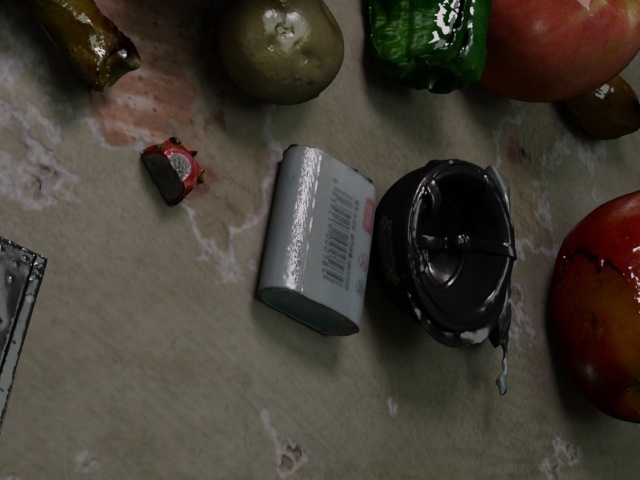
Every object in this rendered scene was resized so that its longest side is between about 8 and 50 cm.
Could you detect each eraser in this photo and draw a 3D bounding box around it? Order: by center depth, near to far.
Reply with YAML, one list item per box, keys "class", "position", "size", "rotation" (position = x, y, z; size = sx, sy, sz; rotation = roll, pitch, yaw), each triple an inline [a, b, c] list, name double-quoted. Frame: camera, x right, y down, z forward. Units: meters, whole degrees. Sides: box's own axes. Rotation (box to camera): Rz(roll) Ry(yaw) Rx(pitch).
- class: "eraser"
  position: [0.000, 0.000, 1.586]
  size: [0.174, 0.081, 0.227]
  rotation: [29, 58, -34]

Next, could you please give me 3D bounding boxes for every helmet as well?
- class: "helmet"
  position: [0.169, 0.017, 1.705]
  size: [0.230, 0.160, 0.278]
  rotation: [-5, 96, -40]

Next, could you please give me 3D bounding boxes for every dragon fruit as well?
- class: "dragon fruit"
  position: [-0.181, -0.094, 1.436]
  size: [0.060, 0.056, 0.083]
  rotation: [-39, 105, -46]

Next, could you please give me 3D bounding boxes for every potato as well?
- class: "potato"
  position: [-0.052, -0.278, 1.572]
  size: [0.235, 0.160, 0.178]
  rotation: [6, 97, -57]

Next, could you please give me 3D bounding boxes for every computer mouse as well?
- class: "computer mouse"
  position: [0.269, 0.063, 1.835]
  size: [0.167, 0.090, 0.379]
  rotation: [55, 33, -74]

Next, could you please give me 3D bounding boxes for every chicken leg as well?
- class: "chicken leg"
  position: [-0.347, -0.318, 1.266]
  size: [0.361, 0.140, 0.211]
  rotation: [56, 36, -13]

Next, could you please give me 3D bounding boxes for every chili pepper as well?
- class: "chili pepper"
  position: [0.186, -0.415, 1.842]
  size: [0.167, 0.213, 0.385]
  rotation: [34, 54, -60]

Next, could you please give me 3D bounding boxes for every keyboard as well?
- class: "keyboard"
  position: [-0.354, 0.108, 1.207]
  size: [0.072, 0.023, 0.231]
  rotation: [28, 57, -31]

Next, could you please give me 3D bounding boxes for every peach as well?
- class: "peach"
  position: [0.592, 0.103, 2.009]
  size: [0.353, 0.339, 0.416]
  rotation: [39, 47, -34]

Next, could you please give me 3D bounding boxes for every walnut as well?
- class: "walnut"
  position: [0.574, -0.276, 2.275]
  size: [0.245, 0.137, 0.137]
  rotation: [15, 67, -45]

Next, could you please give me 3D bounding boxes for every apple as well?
- class: "apple"
  position: [0.396, -0.423, 1.982]
  size: [0.364, 0.364, 0.364]
  rotation: [18, 64, -43]
